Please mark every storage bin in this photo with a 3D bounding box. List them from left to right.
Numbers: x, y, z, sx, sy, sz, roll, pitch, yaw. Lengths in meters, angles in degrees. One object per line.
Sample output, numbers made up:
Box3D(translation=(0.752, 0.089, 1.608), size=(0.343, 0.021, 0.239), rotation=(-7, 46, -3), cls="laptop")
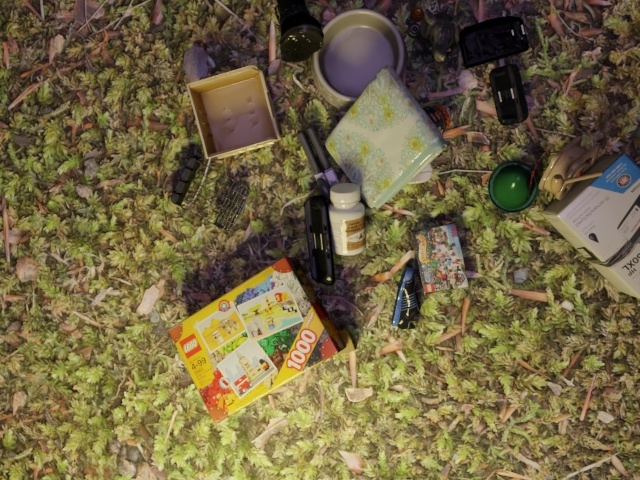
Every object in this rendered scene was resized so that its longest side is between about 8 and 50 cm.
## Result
Box3D(translation=(-0.300, -0.448, 1.742), size=(0.260, 0.123, 0.262), rotation=(-14, 94, 7), cls="storage bin")

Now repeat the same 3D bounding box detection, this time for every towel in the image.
Box3D(translation=(0.198, -0.319, 1.608), size=(0.321, 0.090, 0.374), rotation=(55, 136, 9), cls="towel")

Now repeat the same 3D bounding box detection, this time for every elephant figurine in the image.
Box3D(translation=(0.395, -0.674, 1.589), size=(0.169, 0.239, 0.186), rotation=(-32, 92, 8), cls="elephant figurine")

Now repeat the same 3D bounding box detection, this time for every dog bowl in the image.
Box3D(translation=(0.132, -0.625, 1.692), size=(0.348, 0.102, 0.349), rotation=(1, 96, 6), cls="dog bowl")

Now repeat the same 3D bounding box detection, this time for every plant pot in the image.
Box3D(translation=(0.083, 0.369, 1.810), size=(0.081, 0.081, 0.083), rotation=(-17, 87, 7), cls="plant pot")

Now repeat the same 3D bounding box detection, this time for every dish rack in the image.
Box3D(translation=(-0.403, -0.170, 1.809), size=(0.271, 0.074, 0.208), rotation=(28, 99, 1), cls="dish rack")

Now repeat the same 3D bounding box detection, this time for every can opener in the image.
Box3D(translation=(-0.001, -0.266, 1.742), size=(0.076, 0.095, 0.284), rotation=(-24, 100, 7), cls="can opener")

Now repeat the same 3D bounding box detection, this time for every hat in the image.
Box3D(translation=(0.667, -0.193, 1.639), size=(0.172, 0.183, 0.209), rotation=(-5, 95, 6), cls="hat")

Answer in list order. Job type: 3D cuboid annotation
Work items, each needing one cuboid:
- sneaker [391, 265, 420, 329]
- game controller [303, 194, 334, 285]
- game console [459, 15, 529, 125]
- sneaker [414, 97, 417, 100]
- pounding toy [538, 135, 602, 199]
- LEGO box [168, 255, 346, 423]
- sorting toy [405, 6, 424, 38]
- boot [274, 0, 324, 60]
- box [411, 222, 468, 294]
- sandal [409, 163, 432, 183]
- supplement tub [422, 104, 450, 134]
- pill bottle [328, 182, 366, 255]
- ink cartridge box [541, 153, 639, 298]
Box3D(translation=(0.322, 0.210, 1.772), size=(0.090, 0.081, 0.232), rotation=(11, 104, 2), cls="sneaker")
Box3D(translation=(0.000, 0.000, 1.738), size=(0.067, 0.166, 0.319), rotation=(-9, 96, -27), cls="game controller")
Box3D(translation=(0.612, -0.573, 1.679), size=(0.213, 0.044, 0.362), rotation=(-14, 94, 9), cls="game console")
Box3D(translation=(0.243, -0.407, 1.712), size=(0.227, 0.087, 0.130), rotation=(-22, 95, 11), cls="sneaker")
Box3D(translation=(0.827, -0.206, 1.596), size=(0.269, 0.154, 0.155), rotation=(-36, 55, -22), cls="pounding toy")
Box3D(translation=(-0.218, 0.345, 1.743), size=(0.500, 0.193, 0.373), rotation=(-32, 79, 8), cls="LEGO box")
Box3D(translation=(0.324, -0.754, 1.688), size=(0.061, 0.042, 0.102), rotation=(9, 97, 5), cls="sorting toy")
Box3D(translation=(-0.079, -0.742, 1.586), size=(0.131, 0.348, 0.260), rotation=(-3, 100, -14), cls="boot")
Box3D(translation=(0.427, 0.065, 1.760), size=(0.159, 0.044, 0.233), rotation=(-12, 94, 7), cls="box")
Box3D(translation=(0.268, -0.249, 1.735), size=(0.265, 0.076, 0.102), rotation=(0, 99, 27), cls="sandal")
Box3D(translation=(0.340, -0.378, 1.662), size=(0.190, 0.117, 0.117), rotation=(-34, 92, -20), cls="supplement tub")
Box3D(translation=(0.091, -0.075, 1.702), size=(0.131, 0.131, 0.229), rotation=(-2, 117, 6), cls="pill bottle")
Box3D(translation=(1.001, -0.049, 1.629), size=(0.395, 0.166, 0.285), rotation=(44, 99, 0), cls="ink cartridge box")
